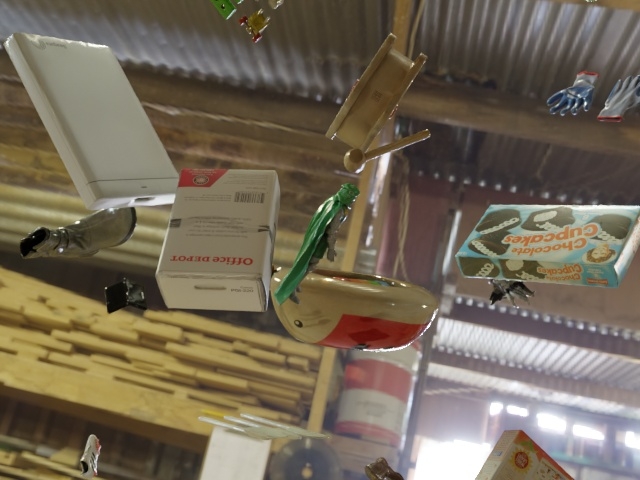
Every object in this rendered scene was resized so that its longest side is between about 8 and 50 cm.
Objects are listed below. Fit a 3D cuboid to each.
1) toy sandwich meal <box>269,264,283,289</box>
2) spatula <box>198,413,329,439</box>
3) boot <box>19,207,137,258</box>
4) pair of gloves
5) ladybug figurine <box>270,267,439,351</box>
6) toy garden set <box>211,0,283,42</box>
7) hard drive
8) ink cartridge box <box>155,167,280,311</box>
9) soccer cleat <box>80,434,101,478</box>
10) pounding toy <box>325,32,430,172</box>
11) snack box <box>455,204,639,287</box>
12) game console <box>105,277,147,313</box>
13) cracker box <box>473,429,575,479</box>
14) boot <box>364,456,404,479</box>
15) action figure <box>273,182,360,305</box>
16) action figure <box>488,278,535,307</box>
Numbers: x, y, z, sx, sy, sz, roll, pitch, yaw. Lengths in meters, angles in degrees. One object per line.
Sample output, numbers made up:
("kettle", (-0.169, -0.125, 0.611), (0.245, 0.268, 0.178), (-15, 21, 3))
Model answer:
("toy sandwich meal", (-0.134, 0.097, 1.886), (0.085, 0.085, 0.029), (-7, -48, 46))
("spatula", (-0.124, 0.373, 1.478), (0.242, 0.019, 0.168), (3, -4, 42))
("boot", (-0.510, -0.013, 1.534), (0.246, 0.083, 0.161), (-27, -13, 34))
("pair of gloves", (0.568, -0.295, 1.482), (0.198, 0.159, 0.023), (13, -40, 40))
("ladybug figurine", (0.084, 0.166, 1.726), (0.449, 0.162, 0.305), (8, 4, -30))
("toy garden set", (-0.170, -0.639, 1.841), (0.204, 0.049, 0.244), (51, -42, -6))
("hard drive", (-0.413, -0.223, 1.371), (0.047, 0.353, 0.233), (-37, -13, 29))
("ink cartridge box", (-0.151, -0.003, 1.132), (0.158, 0.218, 0.092), (2, -40, 4))
("soccer cleat", (-0.445, 0.415, 1.409), (0.029, 0.083, 0.035), (-15, -26, 26))
("pounding toy", (0.114, -0.214, 1.285), (0.155, 0.269, 0.154), (33, -15, -2))
("snack box", (0.451, 0.004, 1.447), (0.322, 0.187, 0.060), (3, -51, 41))
("game console", (-0.625, 0.188, 2.355), (0.107, 0.122, 0.071), (25, -63, -37))
("cracker box", (0.374, 0.511, 1.431), (0.156, 0.232, 0.067), (44, -26, -4))
("boot", (0.162, 0.594, 1.824), (0.106, 0.037, 0.114), (44, 11, 18))
("action figure", (0.000, 0.000, 1.278), (0.063, 0.232, 0.137), (26, 21, -11))
("action figure", (0.474, 0.079, 1.711), (0.141, 0.164, 0.276), (40, -18, 30))
